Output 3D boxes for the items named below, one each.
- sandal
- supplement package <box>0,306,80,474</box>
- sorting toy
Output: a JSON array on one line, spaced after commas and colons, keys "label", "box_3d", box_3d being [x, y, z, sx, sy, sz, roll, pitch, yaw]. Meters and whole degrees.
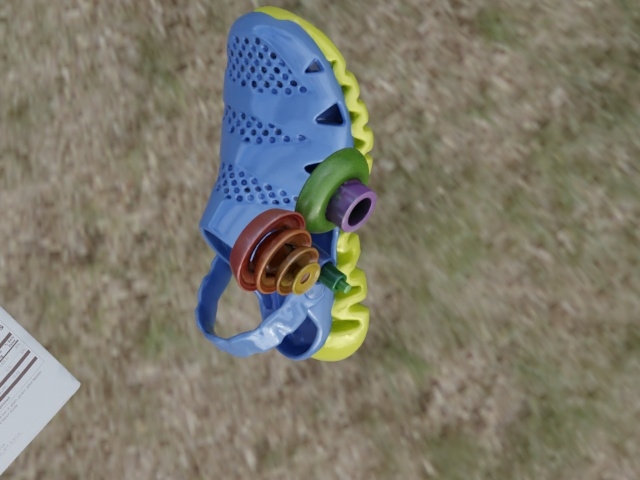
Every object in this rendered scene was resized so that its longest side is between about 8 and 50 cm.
[{"label": "sandal", "box_3d": [-0.039, -0.029, 1.600, 0.138, 0.126, 0.317, -22, 117, -36]}, {"label": "supplement package", "box_3d": [-0.299, 0.054, 1.247, 0.149, 0.194, 0.203, -48, 126, -10]}, {"label": "sorting toy", "box_3d": [0.000, 0.000, 1.030, 0.102, 0.042, 0.061, -39, 151, -27]}]
